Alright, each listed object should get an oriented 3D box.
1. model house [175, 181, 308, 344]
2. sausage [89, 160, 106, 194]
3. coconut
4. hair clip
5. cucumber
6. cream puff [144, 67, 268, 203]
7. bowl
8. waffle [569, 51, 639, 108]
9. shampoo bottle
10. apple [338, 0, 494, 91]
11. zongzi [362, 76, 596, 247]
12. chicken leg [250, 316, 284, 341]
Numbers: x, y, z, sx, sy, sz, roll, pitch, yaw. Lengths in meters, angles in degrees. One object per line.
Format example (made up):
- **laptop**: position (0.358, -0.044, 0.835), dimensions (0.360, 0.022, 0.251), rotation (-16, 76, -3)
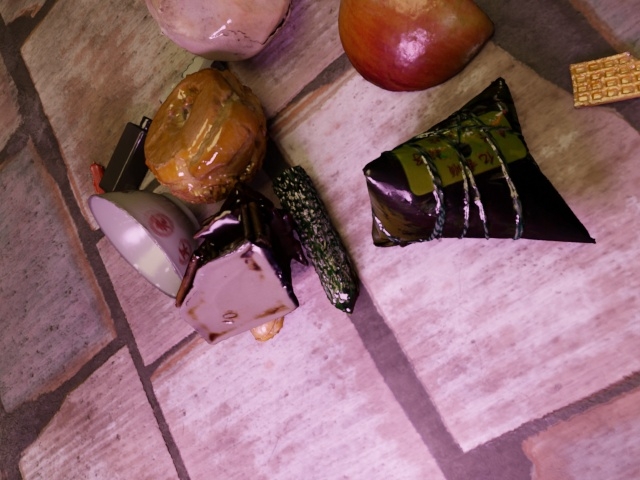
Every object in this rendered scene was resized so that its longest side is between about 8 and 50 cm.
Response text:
- **model house**: position (-0.189, 0.015, 1.020), dimensions (0.297, 0.317, 0.283), rotation (-13, 49, 11)
- **sausage**: position (-0.679, -0.183, 1.455), dimensions (0.048, 0.050, 0.145), rotation (-27, 73, 16)
- **coconut**: position (-0.236, -0.607, 1.140), dimensions (0.352, 0.352, 0.353), rotation (-3, 84, 26)
- **hair clip**: position (-0.356, -0.425, 1.321), dimensions (0.220, 0.054, 0.140), rotation (-43, 73, 19)
- **cucumber**: position (0.000, 0.000, 1.079), dimensions (0.096, 0.096, 0.359), rotation (-34, 72, 20)
- **cream puff**: position (-0.249, -0.239, 1.135), dimensions (0.342, 0.231, 0.327), rotation (13, 76, 43)
- **bowl**: position (-0.416, -0.022, 1.221), dimensions (0.337, 0.337, 0.157), rotation (27, 56, 25)
- **waffle**: position (0.544, -0.301, 0.885), dimensions (0.135, 0.021, 0.092), rotation (-7, 82, 25)
- **shampoo bottle**: position (-0.547, -0.242, 1.378), dimensions (0.079, 0.080, 0.246), rotation (33, 100, 24)
- **apple**: position (0.179, -0.465, 1.022), dimensions (0.346, 0.254, 0.179), rotation (33, 57, 23)
- **zongzi**: position (0.292, -0.074, 0.885), dimensions (0.383, 0.319, 0.362), rotation (-34, 69, 0)
- **chicken leg**: position (-0.141, 0.148, 1.148), dimensions (0.085, 0.101, 0.208), rotation (-33, 52, 16)
